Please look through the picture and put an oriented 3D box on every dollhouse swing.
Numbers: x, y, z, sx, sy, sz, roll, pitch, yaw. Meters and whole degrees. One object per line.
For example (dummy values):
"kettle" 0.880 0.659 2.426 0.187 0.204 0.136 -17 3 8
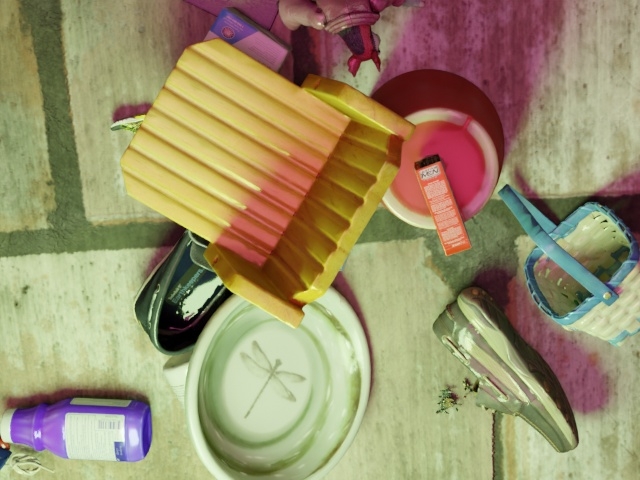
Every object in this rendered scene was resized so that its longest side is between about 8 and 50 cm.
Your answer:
"dollhouse swing" -0.106 -0.118 1.383 0.305 0.315 0.346 30 93 -22

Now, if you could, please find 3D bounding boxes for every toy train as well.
"toy train" -0.665 0.478 1.818 0.248 0.105 0.143 20 116 -1

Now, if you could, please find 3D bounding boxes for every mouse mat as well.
"mouse mat" -0.150 -0.459 1.579 0.190 0.007 0.152 25 105 -2

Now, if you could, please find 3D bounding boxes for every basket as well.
"basket" 0.434 0.033 1.542 0.289 0.255 0.201 41 106 -19

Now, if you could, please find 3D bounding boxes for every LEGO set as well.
"LEGO set" 0.253 0.303 1.747 0.083 0.023 0.054 -24 104 -4

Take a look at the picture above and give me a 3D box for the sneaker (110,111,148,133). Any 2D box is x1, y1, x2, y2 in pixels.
"sneaker" -0.340 -0.207 1.645 0.083 0.031 0.035 -13 104 7

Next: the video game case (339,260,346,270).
"video game case" 0.000 0.000 1.623 0.015 0.166 0.119 31 110 38

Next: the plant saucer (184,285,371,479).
"plant saucer" -0.087 0.257 1.644 0.400 0.100 0.400 -1 92 -38

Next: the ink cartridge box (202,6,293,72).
"ink cartridge box" -0.167 -0.274 1.589 0.134 0.078 0.231 34 107 -5

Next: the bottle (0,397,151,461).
"bottle" -0.476 0.368 1.774 0.283 0.092 0.118 1 104 4

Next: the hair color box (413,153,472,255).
"hair color box" 0.185 -0.055 1.377 0.043 0.072 0.141 -19 102 9

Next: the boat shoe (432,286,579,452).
"boat shoe" 0.341 0.251 1.683 0.130 0.132 0.355 -37 91 22

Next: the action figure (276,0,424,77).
"action figure" 0.036 -0.446 1.446 0.248 0.276 0.370 -19 89 2

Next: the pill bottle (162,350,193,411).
"pill bottle" -0.190 0.306 1.719 0.131 0.131 0.229 -25 102 10

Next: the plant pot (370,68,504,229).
"plant pot" 0.186 -0.140 1.518 0.275 0.243 0.275 1 105 4

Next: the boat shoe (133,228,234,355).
"boat shoe" -0.162 0.003 1.601 0.187 0.156 0.500 28 108 -28
